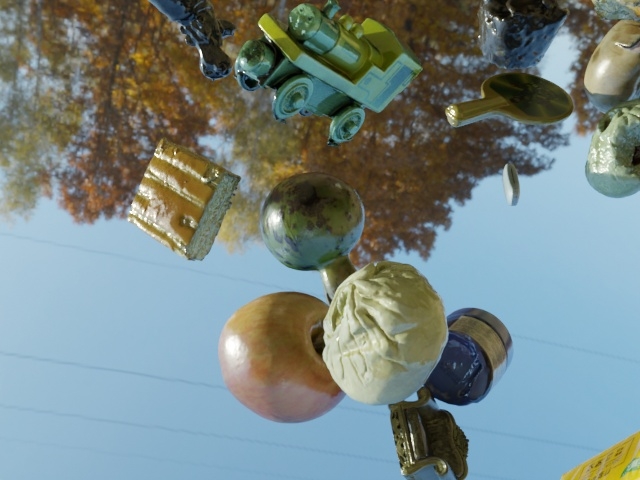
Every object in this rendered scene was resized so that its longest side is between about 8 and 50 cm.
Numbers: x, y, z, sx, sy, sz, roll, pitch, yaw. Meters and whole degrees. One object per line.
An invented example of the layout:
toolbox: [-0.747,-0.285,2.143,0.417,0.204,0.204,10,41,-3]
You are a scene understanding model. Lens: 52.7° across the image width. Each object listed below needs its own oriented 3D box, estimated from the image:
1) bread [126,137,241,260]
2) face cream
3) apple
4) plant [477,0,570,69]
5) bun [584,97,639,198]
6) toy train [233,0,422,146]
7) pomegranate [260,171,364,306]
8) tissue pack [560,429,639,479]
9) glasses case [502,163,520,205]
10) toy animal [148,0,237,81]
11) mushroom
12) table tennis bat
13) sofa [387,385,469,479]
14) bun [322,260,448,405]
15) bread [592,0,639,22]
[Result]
bread: [-0.331,-0.100,1.574,0.246,0.239,0.111,31,-169,31]
face cream: [0.433,0.349,1.956,0.249,0.249,0.225,34,-154,21]
apple: [-0.106,0.342,1.898,0.391,0.347,0.391,39,-145,-35]
plant: [0.477,-0.555,1.516,0.199,0.276,0.188,-7,-133,-7]
bun: [0.615,-0.195,1.303,0.126,0.204,0.212,30,-109,-8]
toy train: [0.012,-0.312,1.155,0.150,0.237,0.369,51,-160,22]
pomegranate: [-0.009,-0.002,1.451,0.242,0.305,0.242,-12,-165,3]
tissue pack: [0.693,0.573,1.328,0.293,0.382,0.228,41,-133,13]
glasses case: [0.610,-0.179,2.069,0.045,0.067,0.178,2,-141,6]
toy animal: [-0.284,-0.502,1.329,0.343,0.106,0.168,46,-131,-27]
mushroom: [0.674,-0.373,1.370,0.255,0.255,0.184,-14,-121,-44]
table tennis bat: [0.411,-0.300,1.419,0.321,0.050,0.198,-16,-132,-24]
sofa: [0.311,0.555,1.808,0.182,0.200,0.258,-18,-128,12]
bun: [0.084,0.133,0.990,0.145,0.229,0.229,30,-153,-20]
bread: [0.618,-0.460,0.944,0.371,0.279,0.390,11,-157,32]
